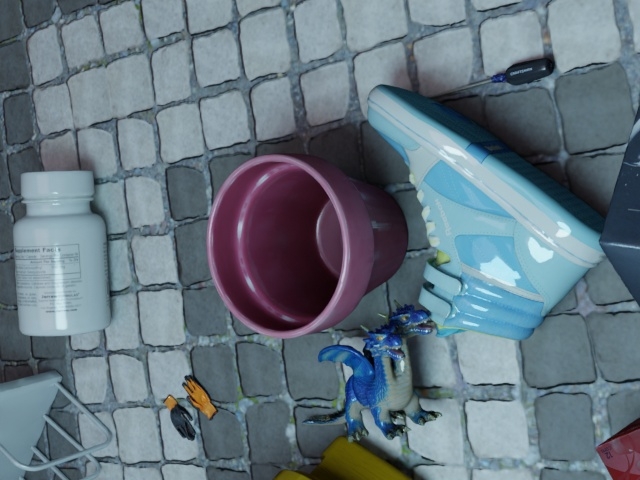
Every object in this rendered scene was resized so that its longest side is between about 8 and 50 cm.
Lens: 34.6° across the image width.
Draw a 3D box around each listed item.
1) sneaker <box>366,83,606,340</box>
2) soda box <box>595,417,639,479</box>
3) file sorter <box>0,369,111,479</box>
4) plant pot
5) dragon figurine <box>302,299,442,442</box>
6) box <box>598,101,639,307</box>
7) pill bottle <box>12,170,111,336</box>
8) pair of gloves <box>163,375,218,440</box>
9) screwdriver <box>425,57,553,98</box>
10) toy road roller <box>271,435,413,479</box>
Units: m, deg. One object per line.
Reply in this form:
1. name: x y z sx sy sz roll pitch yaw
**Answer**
1. sneaker: 0.135 -0.016 1.116 0.319 0.127 0.208 42 115 26
2. soda box: 0.388 0.172 0.940 0.263 0.092 0.083 -39 74 44
3. file sorter: -0.456 0.368 1.530 0.173 0.193 0.277 35 113 25
4. plant pot: 0.000 0.000 1.178 0.201 0.180 0.201 4 97 35
5. dragon figurine: 0.054 0.151 1.191 0.289 0.085 0.144 -22 87 65
6. box: 0.437 -0.078 0.789 0.343 0.179 0.312 9 72 34
7. pill bottle: -0.372 0.016 1.474 0.131 0.131 0.229 0 94 35
8. pair of gloves: -0.183 0.234 1.433 0.074 0.010 0.083 52 121 20
9. screwdriver: 0.178 -0.176 1.135 0.170 0.024 0.025 -4 121 37
10. toy road roller: 0.011 0.391 1.225 0.202 0.240 0.329 31 148 29
